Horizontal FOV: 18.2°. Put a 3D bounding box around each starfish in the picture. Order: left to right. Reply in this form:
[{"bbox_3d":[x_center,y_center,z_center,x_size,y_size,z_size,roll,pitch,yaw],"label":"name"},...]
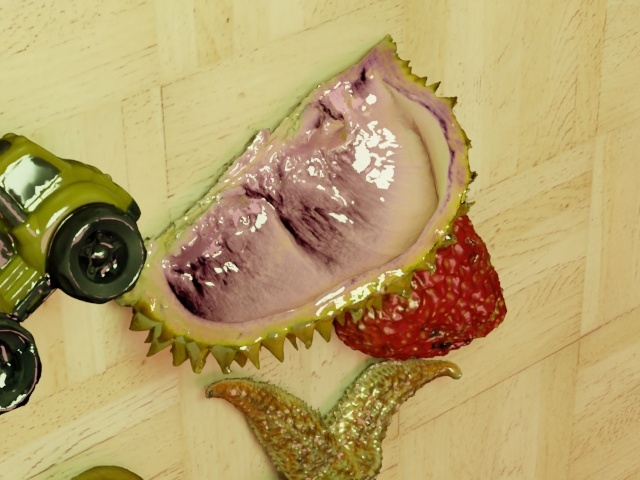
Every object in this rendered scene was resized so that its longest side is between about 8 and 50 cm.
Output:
[{"bbox_3d":[-0.015,0.255,1.862,0.301,0.084,0.293,-6,119,-46],"label":"starfish"}]

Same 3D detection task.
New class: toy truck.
[{"bbox_3d":[-0.249,0.011,1.436,0.224,0.147,0.165,-45,117,-15],"label":"toy truck"}]

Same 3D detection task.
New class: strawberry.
[{"bbox_3d":[0.097,0.060,1.821,0.174,0.098,0.228,-48,139,-7],"label":"strawberry"}]

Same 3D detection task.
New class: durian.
[{"bbox_3d":[-0.001,0.000,1.644,0.341,0.191,0.112,-44,165,-14],"label":"durian"}]

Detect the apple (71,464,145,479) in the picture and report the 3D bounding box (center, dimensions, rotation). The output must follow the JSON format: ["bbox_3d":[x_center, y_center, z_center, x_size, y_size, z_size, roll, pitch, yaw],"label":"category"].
[{"bbox_3d":[-0.204,0.366,1.704,0.254,0.179,0.346,-55,167,-73],"label":"apple"}]
